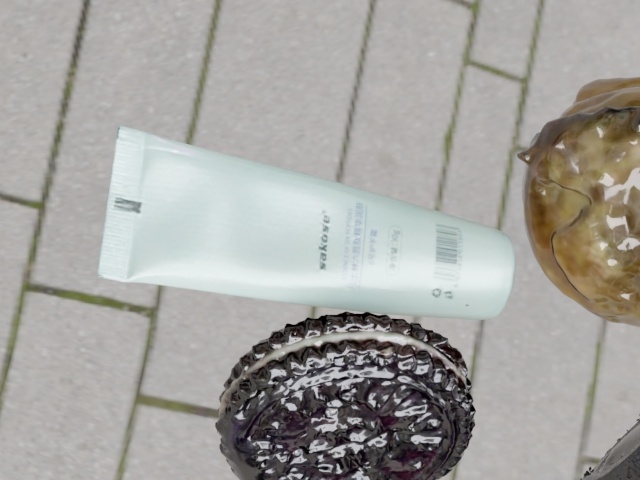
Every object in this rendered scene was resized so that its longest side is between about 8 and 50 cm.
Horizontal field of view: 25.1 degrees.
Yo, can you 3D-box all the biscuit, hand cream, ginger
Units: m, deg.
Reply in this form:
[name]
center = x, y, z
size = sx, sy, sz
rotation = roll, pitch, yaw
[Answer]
[biscuit]
center = 0.018, 0.128, 1.037
size = 0.194, 0.194, 0.053
rotation = 27, 35, -29
[hand cream]
center = 0.000, 0.000, 1.053
size = 0.320, 0.067, 0.109
rotation = 11, 77, -22
[ginger]
center = 0.295, -0.030, 1.143
size = 0.223, 0.269, 0.200
rotation = -26, 110, -51

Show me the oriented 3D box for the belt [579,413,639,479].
[belt]
center = 0.307, 0.170, 1.209
size = 0.078, 0.198, 0.151
rotation = 45, 44, 7
